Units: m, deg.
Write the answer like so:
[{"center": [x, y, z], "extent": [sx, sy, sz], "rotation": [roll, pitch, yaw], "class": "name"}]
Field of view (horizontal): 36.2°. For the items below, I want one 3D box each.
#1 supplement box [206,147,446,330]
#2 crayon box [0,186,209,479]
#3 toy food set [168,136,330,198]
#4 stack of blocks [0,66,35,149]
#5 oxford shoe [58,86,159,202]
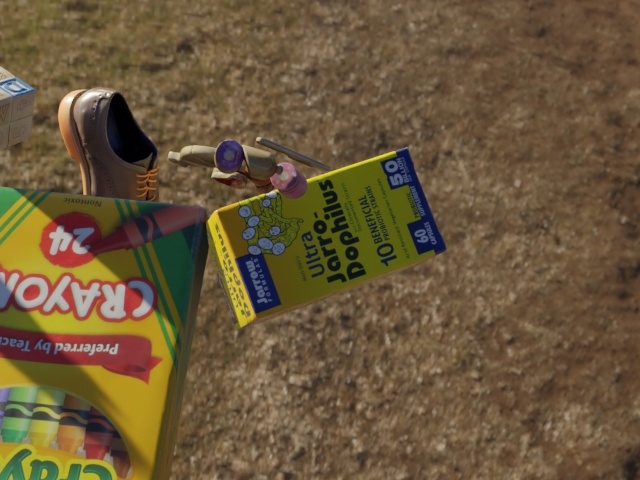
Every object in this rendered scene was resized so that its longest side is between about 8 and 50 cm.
[{"center": [0.000, 0.000, 1.692], "extent": [0.357, 0.195, 0.194], "rotation": [-20, 85, -17], "class": "supplement box"}, {"center": [-0.208, 0.116, 0.756], "extent": [0.202, 0.081, 0.318], "rotation": [5, 62, -1], "class": "crayon box"}, {"center": [-0.050, -0.046, 0.678], "extent": [0.078, 0.122, 0.019], "rotation": [21, 77, -30], "class": "toy food set"}, {"center": [-0.563, -0.171, 1.337], "extent": [0.171, 0.087, 0.297], "rotation": [33, 37, 20], "class": "stack of blocks"}, {"center": [-0.345, -0.098, 1.752], "extent": [0.133, 0.363, 0.130], "rotation": [-2, 28, 39], "class": "oxford shoe"}]
